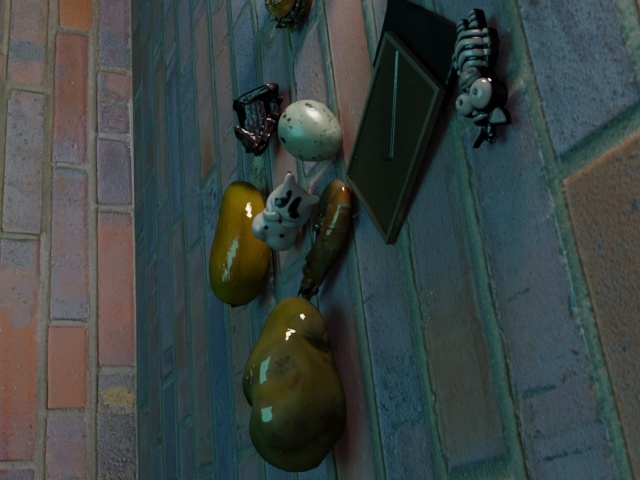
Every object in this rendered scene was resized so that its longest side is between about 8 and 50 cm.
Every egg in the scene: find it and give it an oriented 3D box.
[{"bbox_3d":[-0.016,-0.232,1.658,0.164,0.131,0.131,28,113,38],"label":"egg"}]

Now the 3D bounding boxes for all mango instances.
[{"bbox_3d":[-0.202,0.007,1.987,0.195,0.142,0.332,-3,81,60],"label":"mango"}]

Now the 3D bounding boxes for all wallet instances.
[{"bbox_3d":[0.172,-0.339,1.388,0.285,0.030,0.146,52,130,54],"label":"wallet"}]

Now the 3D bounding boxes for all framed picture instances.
[{"bbox_3d":[0.127,-0.188,1.430,0.240,0.020,0.324,-117,35,-48],"label":"framed picture"}]

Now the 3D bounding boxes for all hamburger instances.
[{"bbox_3d":[-0.082,-0.603,1.891,0.164,0.093,0.190,-115,36,-45],"label":"hamburger"}]

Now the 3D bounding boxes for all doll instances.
[{"bbox_3d":[-0.084,-0.056,1.788,0.107,0.110,0.181,-55,-1,-41],"label":"doll"},{"bbox_3d":[0.242,-0.250,1.185,0.091,0.067,0.219,-33,58,54],"label":"doll"}]

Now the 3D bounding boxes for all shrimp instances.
[{"bbox_3d":[0.000,0.000,1.652,0.287,0.063,0.152,-68,28,26],"label":"shrimp"}]

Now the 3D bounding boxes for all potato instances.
[{"bbox_3d":[-0.051,0.283,1.560,0.218,0.202,0.351,60,-155,-62],"label":"potato"}]

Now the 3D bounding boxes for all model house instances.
[{"bbox_3d":[-0.155,-0.299,1.996,0.203,0.141,0.164,-163,55,-85],"label":"model house"}]
